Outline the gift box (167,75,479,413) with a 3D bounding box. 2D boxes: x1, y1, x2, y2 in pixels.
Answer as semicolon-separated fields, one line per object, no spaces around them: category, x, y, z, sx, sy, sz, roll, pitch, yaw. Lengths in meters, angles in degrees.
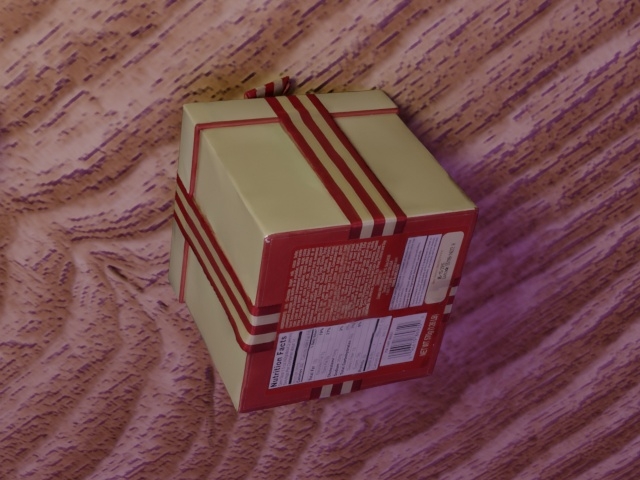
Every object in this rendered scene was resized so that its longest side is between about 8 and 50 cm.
gift box;0.000;0.000;1.103;0.276;0.258;0.255;-4;128;-28
